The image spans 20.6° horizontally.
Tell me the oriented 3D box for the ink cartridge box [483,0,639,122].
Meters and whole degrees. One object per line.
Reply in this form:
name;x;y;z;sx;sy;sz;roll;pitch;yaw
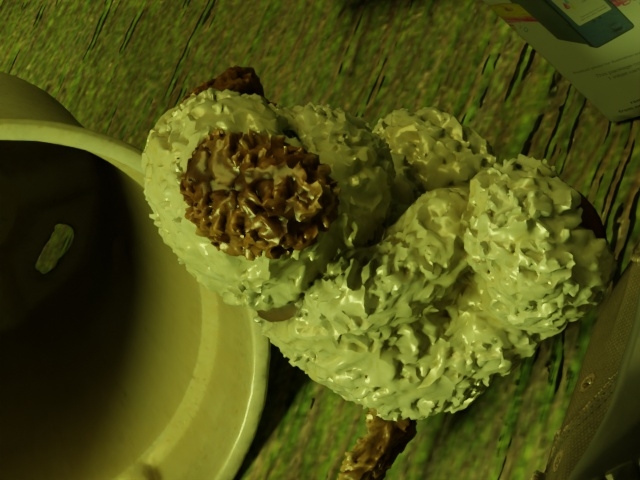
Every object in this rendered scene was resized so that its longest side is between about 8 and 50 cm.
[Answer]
ink cartridge box;0.153;-0.192;1.012;0.093;0.212;0.154;-16;51;38

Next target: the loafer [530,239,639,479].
loafer;0.166;0.132;0.838;0.130;0.134;0.366;112;-175;-64

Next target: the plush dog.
plush dog;0.000;0.000;0.971;0.211;0.225;0.262;-54;18;3

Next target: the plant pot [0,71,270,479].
plant pot;-0.231;0.031;1.186;0.334;0.334;0.305;-48;27;6
